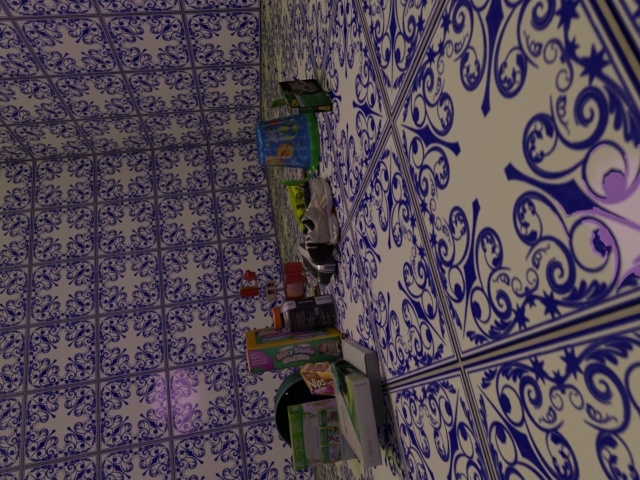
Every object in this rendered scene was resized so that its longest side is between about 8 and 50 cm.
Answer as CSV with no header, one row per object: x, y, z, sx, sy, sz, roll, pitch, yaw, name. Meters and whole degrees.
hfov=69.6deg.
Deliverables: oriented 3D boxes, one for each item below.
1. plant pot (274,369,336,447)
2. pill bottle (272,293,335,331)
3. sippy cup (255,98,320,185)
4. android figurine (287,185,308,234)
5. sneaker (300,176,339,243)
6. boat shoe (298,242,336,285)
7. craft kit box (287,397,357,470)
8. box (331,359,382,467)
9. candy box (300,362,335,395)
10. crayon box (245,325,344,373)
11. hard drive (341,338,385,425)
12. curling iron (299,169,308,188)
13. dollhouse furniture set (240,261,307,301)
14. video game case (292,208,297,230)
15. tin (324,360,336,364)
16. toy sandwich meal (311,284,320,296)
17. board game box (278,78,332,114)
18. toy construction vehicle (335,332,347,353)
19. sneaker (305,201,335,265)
-0.053,0.655,1.856,0.235,0.294,0.292,-175,78,-78,plant pot
-0.070,0.296,1.856,0.130,0.246,0.130,173,90,-80,pill bottle
-0.134,-0.381,1.789,0.239,0.224,0.305,93,165,-46,sippy cup
-0.097,-0.156,2.136,0.272,0.056,0.248,-112,8,-48,android figurine
-0.015,-0.108,1.613,0.099,0.121,0.262,104,157,-62,sneaker
-0.018,0.091,1.801,0.306,0.113,0.104,-141,58,-62,boat shoe
0.012,0.710,1.700,0.061,0.247,0.249,-133,38,-70,craft kit box
0.098,0.498,1.370,0.322,0.059,0.232,147,115,-78,box
0.025,0.500,1.651,0.187,0.053,0.109,-12,111,40,candy box
-0.115,0.420,1.862,0.313,0.364,0.105,-166,69,-80,crayon box
0.128,0.428,1.439,0.307,0.041,0.202,151,111,-80,hard drive
-0.074,-0.345,2.012,0.068,0.035,0.273,-109,15,-47,curling iron
-0.271,0.253,2.602,0.201,0.375,0.152,91,171,-48,dollhouse furniture set
-0.149,-0.128,2.659,0.087,0.011,0.121,96,163,-53,video game case
0.048,0.554,1.993,0.190,0.040,0.106,-154,53,-78,tin
-0.022,0.247,2.169,0.085,0.029,0.085,173,90,-80,toy sandwich meal
-0.055,-0.480,1.526,0.259,0.136,0.030,-109,17,-52,board game box
0.088,0.391,1.672,0.086,0.035,0.098,121,139,-57,toy construction vehicle
0.000,0.000,1.719,0.162,0.107,0.281,88,180,-55,sneaker
